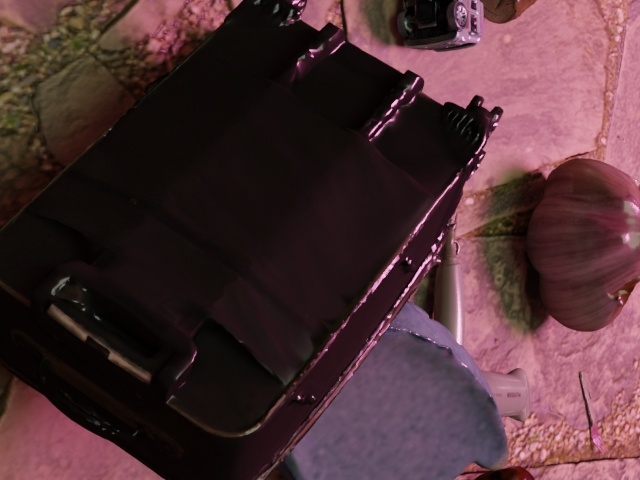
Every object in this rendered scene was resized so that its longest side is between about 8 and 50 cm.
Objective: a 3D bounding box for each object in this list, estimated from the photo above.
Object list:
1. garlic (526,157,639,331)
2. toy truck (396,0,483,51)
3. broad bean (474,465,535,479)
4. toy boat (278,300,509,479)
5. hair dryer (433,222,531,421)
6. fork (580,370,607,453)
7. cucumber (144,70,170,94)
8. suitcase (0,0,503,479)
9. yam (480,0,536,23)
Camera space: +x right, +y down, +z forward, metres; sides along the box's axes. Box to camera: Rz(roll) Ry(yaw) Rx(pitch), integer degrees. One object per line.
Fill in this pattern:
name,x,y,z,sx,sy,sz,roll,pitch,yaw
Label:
garlic,0.378,0.013,1.514,0.207,0.257,0.207,18,90,-85
toy truck,0.143,-0.294,1.370,0.115,0.080,0.177,8,82,-54
broad bean,0.231,0.337,1.432,0.165,0.084,0.114,57,40,-32
toy boat,0.048,0.161,1.227,0.215,0.123,0.330,-42,127,3
hair dryer,0.169,0.095,1.407,0.206,0.075,0.237,3,79,-51
fork,0.352,0.223,1.607,0.016,0.012,0.115,-27,102,-46
cucumber,-0.113,-0.153,1.143,0.135,0.033,0.034,-39,144,-37
suitcase,-0.066,-0.007,1.025,0.434,0.283,0.194,-50,166,-34
yam,0.290,-0.363,1.522,0.067,0.071,0.317,40,55,6
